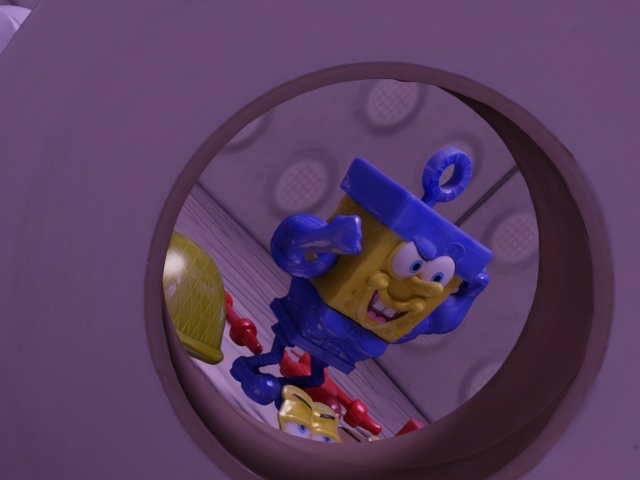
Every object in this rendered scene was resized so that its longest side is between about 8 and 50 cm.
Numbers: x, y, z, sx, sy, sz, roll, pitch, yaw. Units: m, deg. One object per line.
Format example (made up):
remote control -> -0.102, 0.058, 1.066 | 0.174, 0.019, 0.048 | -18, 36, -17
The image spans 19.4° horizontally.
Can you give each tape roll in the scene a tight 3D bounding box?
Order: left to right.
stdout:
tape roll -> 0.016, 0.011, 0.634 | 0.286, 0.286, 0.100 | 46, 1, -9

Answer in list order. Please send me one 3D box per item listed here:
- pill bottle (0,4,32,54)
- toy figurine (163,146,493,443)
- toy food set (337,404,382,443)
pill bottle -> -0.194, -0.091, 1.208 | 0.103, 0.103, 0.184 | 47, 1, 17
toy figurine -> 0.000, 0.000, 1.259 | 0.362, 0.217, 0.191 | 35, 11, -45
toy food set -> 0.036, 0.185, 1.387 | 0.132, 0.038, 0.192 | 44, 7, 3
